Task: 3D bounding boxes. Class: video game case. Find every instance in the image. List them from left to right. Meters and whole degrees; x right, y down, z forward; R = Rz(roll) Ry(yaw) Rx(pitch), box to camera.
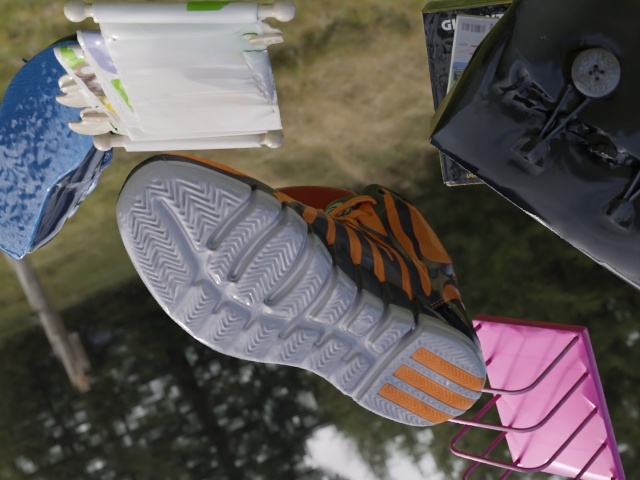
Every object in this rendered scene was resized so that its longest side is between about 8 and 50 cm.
[{"bbox_3d":[0.185,-0.184,1.556,0.087,0.122,0.011,5,-160,-2],"label":"video game case"}]

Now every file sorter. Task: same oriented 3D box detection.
[{"bbox_3d":[0.315,0.293,2.206,0.202,0.291,0.182,5,-147,42],"label":"file sorter"}]

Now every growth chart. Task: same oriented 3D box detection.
[{"bbox_3d":[-0.103,-0.110,0.997,0.171,0.021,0.237,3,161,0],"label":"growth chart"}]

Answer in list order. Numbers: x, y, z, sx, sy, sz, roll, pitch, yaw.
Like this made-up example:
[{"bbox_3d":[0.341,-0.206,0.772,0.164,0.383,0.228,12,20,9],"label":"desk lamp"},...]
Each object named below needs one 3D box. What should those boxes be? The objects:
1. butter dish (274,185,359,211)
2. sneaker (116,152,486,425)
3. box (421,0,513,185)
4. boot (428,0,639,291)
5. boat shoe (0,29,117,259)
[{"bbox_3d":[0.000,0.000,1.345,0.160,0.160,0.118,2,-129,25],"label":"butter dish"},{"bbox_3d":[-0.016,0.010,1.092,0.124,0.321,0.180,-44,-154,23],"label":"sneaker"},{"bbox_3d":[0.316,-0.218,1.970,0.321,0.257,0.079,-4,-160,15],"label":"box"},{"bbox_3d":[0.359,-0.102,1.150,0.367,0.445,0.146,-54,173,-6],"label":"boot"},{"bbox_3d":[-0.222,-0.092,1.202,0.089,0.109,0.258,-38,174,-45],"label":"boat shoe"}]
